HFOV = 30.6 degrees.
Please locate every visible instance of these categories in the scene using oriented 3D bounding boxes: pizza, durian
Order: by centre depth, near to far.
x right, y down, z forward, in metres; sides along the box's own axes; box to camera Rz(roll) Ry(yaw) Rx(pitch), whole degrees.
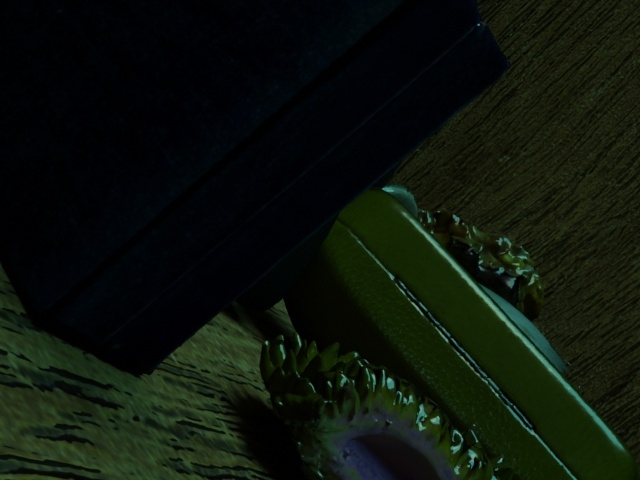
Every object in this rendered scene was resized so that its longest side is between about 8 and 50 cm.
[{"bbox_3d":[0.074,0.168,0.869,0.341,0.112,0.191,47,7,-23],"label":"durian"},{"bbox_3d":[0.167,0.068,1.591,0.409,0.277,0.114,42,44,-9],"label":"pizza"}]

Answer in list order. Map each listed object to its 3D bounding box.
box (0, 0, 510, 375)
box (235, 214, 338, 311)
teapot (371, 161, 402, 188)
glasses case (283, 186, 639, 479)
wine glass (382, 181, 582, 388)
[{"bbox_3d":[-0.081,-0.112,0.692,0.261,0.279,0.116,54,8,35],"label":"box"},{"bbox_3d":[-0.058,-0.116,0.928,0.073,0.290,0.289,21,-11,38],"label":"box"},{"bbox_3d":[-0.056,-0.196,1.209,0.376,0.306,0.361,-1,-20,39],"label":"teapot"},{"bbox_3d":[0.105,0.131,1.054,0.371,0.141,0.173,48,-18,14],"label":"glasses case"},{"bbox_3d":[0.130,0.105,1.352,0.357,0.190,0.190,50,5,33],"label":"wine glass"}]
